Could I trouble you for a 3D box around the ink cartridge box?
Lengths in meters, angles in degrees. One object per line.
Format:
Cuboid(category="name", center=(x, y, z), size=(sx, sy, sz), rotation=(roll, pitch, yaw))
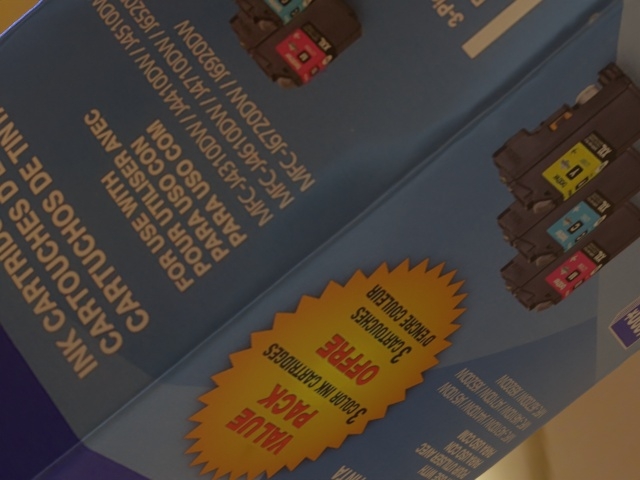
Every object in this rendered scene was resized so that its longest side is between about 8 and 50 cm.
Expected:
Cuboid(category="ink cartridge box", center=(0.000, 0.000, 0.682), size=(0.395, 0.270, 0.151), rotation=(-38, -118, 6))
